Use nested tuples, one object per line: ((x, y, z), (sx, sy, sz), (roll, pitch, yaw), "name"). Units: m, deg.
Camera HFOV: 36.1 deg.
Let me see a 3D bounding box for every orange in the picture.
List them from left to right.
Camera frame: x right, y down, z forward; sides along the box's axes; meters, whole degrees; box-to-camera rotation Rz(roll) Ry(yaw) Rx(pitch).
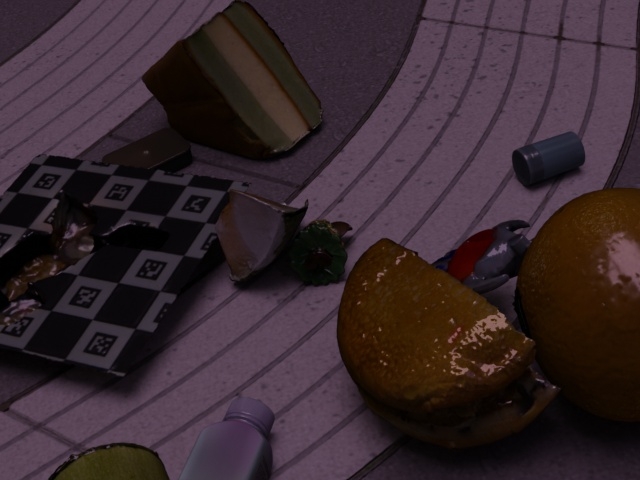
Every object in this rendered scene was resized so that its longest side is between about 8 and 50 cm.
((0.302, 0.060, 0.974), (0.236, 0.236, 0.236), (-8, 39, 6), "orange")

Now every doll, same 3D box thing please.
((-0.003, -0.007, 1.255), (0.078, 0.077, 0.113), (-15, 37, 11), "doll")
((0.172, 0.029, 1.119), (0.194, 0.062, 0.104), (-24, 4, 46), "doll")

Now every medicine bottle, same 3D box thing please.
((-0.090, 0.222, 1.012), (0.074, 0.055, 0.118), (2, 42, 19), "medicine bottle")

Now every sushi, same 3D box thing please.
((-0.313, 0.034, 1.302), (0.359, 0.064, 0.343), (8, 47, 23), "sushi")

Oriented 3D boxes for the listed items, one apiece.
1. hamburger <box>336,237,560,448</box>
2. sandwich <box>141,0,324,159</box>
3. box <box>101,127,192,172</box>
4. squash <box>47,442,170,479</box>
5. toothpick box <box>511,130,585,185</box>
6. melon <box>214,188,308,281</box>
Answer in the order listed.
((0.104, 0.118, 1.019), (0.157, 0.144, 0.283), (-48, 36, -5), "hamburger")
((-0.142, -0.225, 1.546), (0.155, 0.227, 0.198), (-44, 13, -31), "sandwich")
((-0.264, -0.124, 1.508), (0.126, 0.031, 0.091), (-29, 41, -21), "box")
((-0.165, 0.310, 0.872), (0.132, 0.133, 0.247), (-22, 41, -12), "squash")
((0.305, -0.110, 1.317), (0.083, 0.052, 0.052), (-19, 39, -10), "toothpick box")
((-0.084, -0.010, 1.259), (0.093, 0.140, 0.202), (29, 4, 1), "melon")
